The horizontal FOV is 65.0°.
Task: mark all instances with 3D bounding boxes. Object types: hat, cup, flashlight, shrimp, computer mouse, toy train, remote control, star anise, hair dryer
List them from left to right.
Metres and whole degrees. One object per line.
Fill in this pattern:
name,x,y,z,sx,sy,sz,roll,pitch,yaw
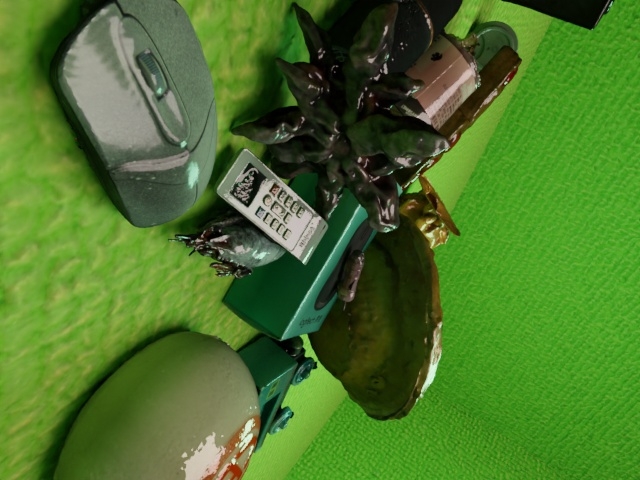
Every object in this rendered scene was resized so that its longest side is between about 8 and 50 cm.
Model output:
computer mouse,-0.126,-0.086,0.389,0.113,0.068,0.229,-51,162,-30
shrimp,-0.107,0.000,0.595,0.233,0.079,0.090,10,74,-70
toy train,-0.127,0.319,1.020,0.194,0.120,0.298,-24,142,-51
remote control,-0.055,-0.034,0.592,0.166,0.029,0.065,41,74,-39
star anise,0.023,-0.118,0.560,0.282,0.213,0.129,112,4,-52
flashlight,0.045,0.059,0.792,0.052,0.032,0.110,-74,177,-51
hair dryer,0.062,-0.321,0.515,0.189,0.107,0.352,-52,154,-17
hat,0.244,-0.046,1.451,0.233,0.244,0.233,-33,139,20
cup,0.414,-0.469,1.226,0.141,0.120,0.120,-55,169,-65

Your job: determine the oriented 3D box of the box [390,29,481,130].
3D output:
box,0.141,-0.223,0.728,0.135,0.151,0.151,-44,163,1

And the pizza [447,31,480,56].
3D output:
pizza,0.181,-0.278,0.907,0.323,0.089,0.223,-40,162,-52

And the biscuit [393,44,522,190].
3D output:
biscuit,0.258,-0.235,1.038,0.359,0.074,0.381,-50,-175,-40

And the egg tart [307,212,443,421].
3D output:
egg tart,0.081,0.145,1.017,0.443,0.178,0.442,-175,-90,-69

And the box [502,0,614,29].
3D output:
box,0.490,-0.613,0.937,0.204,0.251,0.345,-45,157,-39

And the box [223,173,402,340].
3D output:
box,0.000,0.000,0.817,0.311,0.118,0.205,-60,165,3

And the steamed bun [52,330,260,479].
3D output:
steamed bun,-0.182,0.268,0.649,0.283,0.177,0.283,-52,163,-24
